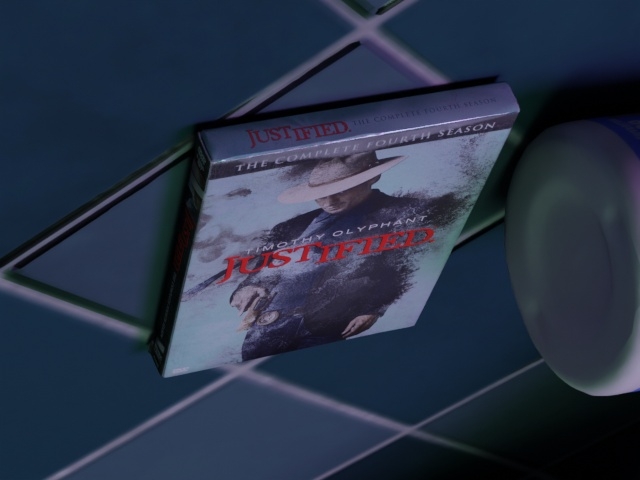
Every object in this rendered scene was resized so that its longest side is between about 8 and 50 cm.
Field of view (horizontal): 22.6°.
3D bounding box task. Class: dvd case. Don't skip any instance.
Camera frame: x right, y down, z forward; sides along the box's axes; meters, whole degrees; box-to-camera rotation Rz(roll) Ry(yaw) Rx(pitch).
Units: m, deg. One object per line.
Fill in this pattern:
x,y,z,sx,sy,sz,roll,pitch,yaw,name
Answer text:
0.000,0.000,0.455,0.087,0.013,0.119,-10,150,-19,dvd case

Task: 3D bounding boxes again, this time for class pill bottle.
0.130,-0.004,0.466,0.137,0.078,0.078,-9,151,-22,pill bottle
